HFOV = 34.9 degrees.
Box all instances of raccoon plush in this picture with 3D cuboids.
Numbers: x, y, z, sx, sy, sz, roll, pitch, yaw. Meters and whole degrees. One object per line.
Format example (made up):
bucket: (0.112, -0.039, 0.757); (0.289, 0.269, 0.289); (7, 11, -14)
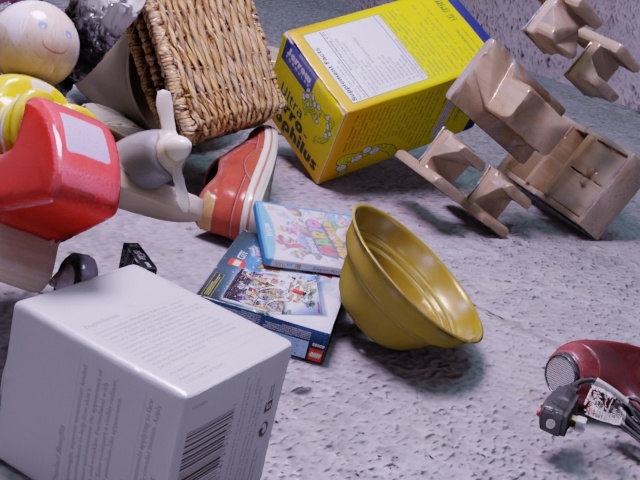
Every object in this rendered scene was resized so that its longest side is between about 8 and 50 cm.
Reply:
raccoon plush: (-0.471, -0.322, 1.440); (0.299, 0.446, 0.216); (36, 35, -22)

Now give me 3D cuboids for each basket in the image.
basket: (-0.227, -0.288, 1.526); (0.213, 0.299, 0.223); (-11, 9, 41)

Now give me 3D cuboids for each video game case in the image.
video game case: (0.000, 0.000, 1.312); (0.166, 0.015, 0.119); (8, 37, -18)

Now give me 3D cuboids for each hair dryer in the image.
hair dryer: (0.353, 0.199, 1.148); (0.223, 0.080, 0.293); (33, 30, 7)

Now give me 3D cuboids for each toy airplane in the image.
toy airplane: (-0.321, -0.107, 1.019); (0.384, 0.273, 0.386); (20, 1, 8)

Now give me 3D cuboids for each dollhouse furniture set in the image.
dollhouse furniture set: (0.352, -0.202, 1.764); (0.394, 0.362, 0.256); (33, 7, -37)

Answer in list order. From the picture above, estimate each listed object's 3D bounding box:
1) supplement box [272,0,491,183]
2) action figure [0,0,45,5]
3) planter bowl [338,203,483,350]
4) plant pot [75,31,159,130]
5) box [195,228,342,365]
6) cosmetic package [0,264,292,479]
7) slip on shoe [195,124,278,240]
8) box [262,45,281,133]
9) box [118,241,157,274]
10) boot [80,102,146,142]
supplement box: (0.111, -0.274, 1.780); (0.356, 0.195, 0.194); (-21, 64, -28)
action figure: (-0.658, -0.427, 1.844); (0.370, 0.248, 0.276); (17, 20, 3)
planter bowl: (0.088, 0.065, 1.215); (0.217, 0.090, 0.217); (39, 20, -17)
plant pot: (-0.316, -0.305, 1.797); (0.274, 0.257, 0.256); (9, 13, 43)
box: (-0.051, 0.063, 1.246); (0.159, 0.044, 0.233); (15, 21, 4)
cosmetic package: (-0.150, 0.134, 0.858); (0.183, 0.151, 0.151); (25, 23, 25)
slip on shoe: (-0.120, -0.095, 1.519); (0.101, 0.123, 0.331); (9, 26, 0)
box: (-0.034, -0.283, 1.998); (0.311, 0.148, 0.121); (14, 22, 5)
box: (-0.206, 0.053, 1.122); (0.018, 0.083, 0.067); (2, 23, -31)
boot: (-0.354, -0.165, 1.596); (0.213, 0.077, 0.165); (1, 24, -47)
